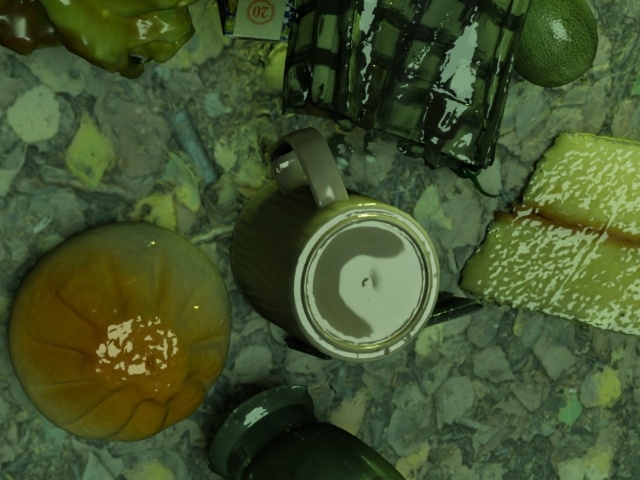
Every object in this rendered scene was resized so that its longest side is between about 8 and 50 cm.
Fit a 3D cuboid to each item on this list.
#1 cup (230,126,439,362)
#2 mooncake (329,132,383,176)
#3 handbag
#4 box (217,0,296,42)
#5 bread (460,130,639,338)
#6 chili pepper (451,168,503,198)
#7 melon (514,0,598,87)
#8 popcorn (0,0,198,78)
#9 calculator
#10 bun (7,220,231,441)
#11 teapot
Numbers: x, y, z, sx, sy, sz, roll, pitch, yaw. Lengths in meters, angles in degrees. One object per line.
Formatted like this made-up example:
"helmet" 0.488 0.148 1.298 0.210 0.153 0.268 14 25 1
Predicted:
"cup" 0.017 0.003 1.412 0.208 0.273 0.288 8 96 -20
"mooncake" 0.125 -0.252 1.518 0.347 0.057 0.150 -43 108 -8
"handbag" 0.112 -0.279 1.357 0.325 0.163 0.327 14 85 -38
"box" -0.060 -0.413 1.246 0.084 0.198 0.310 4 126 -14
"bread" 0.486 -0.009 1.663 0.405 0.242 0.345 17 92 -31
"chili pepper" 0.200 -0.179 1.567 0.122 0.065 0.278 -23 115 -33
"melon" 0.330 -0.299 1.554 0.139 0.139 0.192 -44 111 -9
"popcorn" -0.262 -0.363 1.200 0.290 0.325 0.321 -30 157 -19
"calculator" 0.090 0.120 1.538 0.262 0.161 0.021 -16 97 -20
"bun" -0.243 0.130 1.381 0.299 0.165 0.298 -7 107 -22
"teapot" -0.040 0.353 1.502 0.223 0.285 0.305 -17 139 -32
